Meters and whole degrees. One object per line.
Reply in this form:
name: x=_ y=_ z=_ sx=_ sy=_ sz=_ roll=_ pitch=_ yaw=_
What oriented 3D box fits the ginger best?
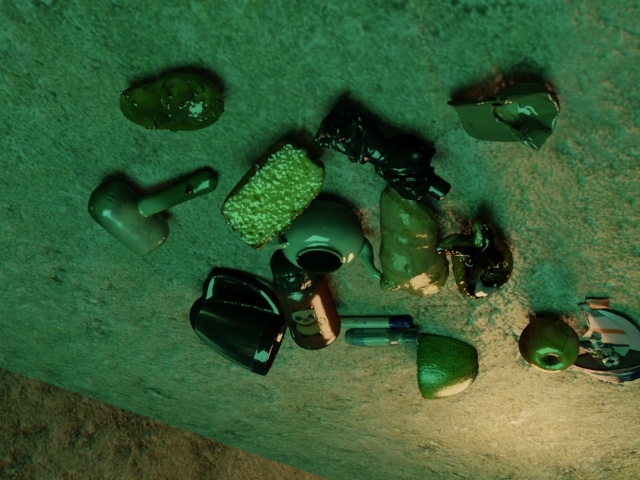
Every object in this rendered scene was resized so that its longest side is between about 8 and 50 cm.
ginger: x=0.196 y=0.006 z=1.398 sx=0.190 sy=0.126 sz=0.353 roll=-29 pitch=134 yaw=-12

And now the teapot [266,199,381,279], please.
teapot: x=0.000 y=0.000 z=1.455 sx=0.295 sy=0.129 sz=0.193 roll=14 pitch=144 yaw=-15

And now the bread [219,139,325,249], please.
bread: x=-0.098 y=-0.109 z=1.336 sx=0.229 sy=0.139 sz=0.143 roll=-42 pitch=112 yaw=12

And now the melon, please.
melon: x=0.371 y=0.388 z=1.872 sx=0.170 sy=0.129 sz=0.265 roll=-3 pitch=140 yaw=18

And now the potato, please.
potato: x=-0.287 y=-0.262 z=1.245 sx=0.226 sy=0.090 sz=0.117 roll=1 pitch=128 yaw=24

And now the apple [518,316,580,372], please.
apple: x=0.572 y=0.259 z=1.626 sx=0.147 sy=0.146 sz=0.146 roll=10 pitch=144 yaw=7

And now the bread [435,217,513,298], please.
bread: x=0.343 y=0.038 z=1.417 sx=0.139 sy=0.095 sz=0.269 roll=-32 pitch=133 yaw=7

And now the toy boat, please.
toy boat: x=0.744 y=0.249 z=1.618 sx=0.219 sy=0.071 sz=0.318 roll=6 pitch=134 yaw=17

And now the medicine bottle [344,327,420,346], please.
medicine bottle: x=0.177 y=0.274 z=1.832 sx=0.209 sy=0.053 sz=0.090 roll=-4 pitch=165 yaw=24

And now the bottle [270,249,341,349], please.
bottle: x=-0.046 y=0.141 z=1.671 sx=0.144 sy=0.143 sz=0.336 roll=2 pitch=141 yaw=18

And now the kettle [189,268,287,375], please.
kettle: x=-0.242 y=0.232 z=1.818 sx=0.271 sy=0.207 sz=0.250 roll=19 pitch=152 yaw=7

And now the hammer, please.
hammer: x=-0.373 y=-0.086 z=1.514 sx=0.336 sy=0.118 sz=0.206 roll=-19 pitch=135 yaw=29

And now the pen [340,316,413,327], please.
pen: x=0.126 y=0.230 z=1.822 sx=0.269 sy=0.033 sz=0.033 roll=-3 pitch=141 yaw=24

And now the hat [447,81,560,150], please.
hat: x=0.307 y=-0.234 z=1.106 sx=0.175 sy=0.084 sz=0.147 roll=16 pitch=164 yaw=39

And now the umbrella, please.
umbrella: x=0.124 y=-0.162 z=1.214 sx=0.273 sy=0.122 sz=0.110 roll=29 pitch=121 yaw=-6
